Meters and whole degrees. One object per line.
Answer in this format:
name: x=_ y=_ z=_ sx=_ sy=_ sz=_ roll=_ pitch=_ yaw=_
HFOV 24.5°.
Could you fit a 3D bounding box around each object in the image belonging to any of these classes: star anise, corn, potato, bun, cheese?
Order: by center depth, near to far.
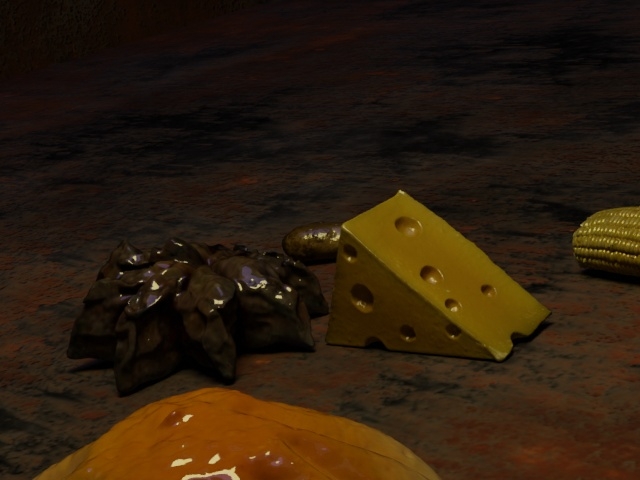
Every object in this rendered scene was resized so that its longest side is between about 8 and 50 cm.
bun: x=-0.063 y=0.170 z=0.807 sx=0.299 sy=0.165 sz=0.299 roll=-8 pitch=16 yaw=2
cheese: x=0.103 y=0.053 z=1.266 sx=0.171 sy=0.126 sz=0.093 roll=24 pitch=34 yaw=27
corn: x=0.302 y=0.004 z=1.312 sx=0.165 sy=0.063 sz=0.085 roll=5 pitch=47 yaw=47
star anise: x=-0.118 y=0.050 z=1.348 sx=0.236 sy=0.109 sz=0.223 roll=-6 pitch=21 yaw=9
potato: x=0.000 y=0.000 z=1.540 sx=0.083 sy=0.040 sz=0.051 roll=-9 pitch=22 yaw=8
